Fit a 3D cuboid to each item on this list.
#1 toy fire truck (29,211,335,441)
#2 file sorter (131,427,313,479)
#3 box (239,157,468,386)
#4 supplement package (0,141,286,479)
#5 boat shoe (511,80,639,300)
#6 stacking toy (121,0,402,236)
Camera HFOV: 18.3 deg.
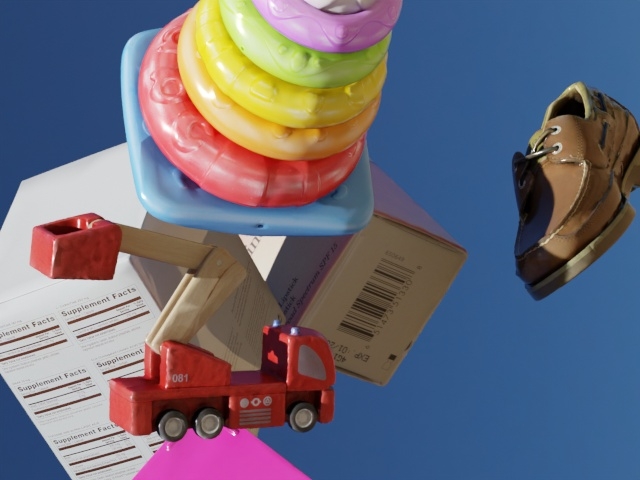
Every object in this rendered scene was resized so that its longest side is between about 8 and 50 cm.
[{"bbox_3d":[-0.079,0.051,1.211,0.192,0.047,0.135,-2,-81,-25],"label":"toy fire truck"},{"bbox_3d":[-0.021,0.295,1.394,0.202,0.291,0.182,-48,-40,-10],"label":"file sorter"},{"bbox_3d":[0.000,0.000,1.789,0.127,0.232,0.148,22,-75,-37],"label":"box"},{"bbox_3d":[-0.146,0.060,1.550,0.203,0.149,0.194,61,-158,-27],"label":"supplement package"},{"bbox_3d":[0.207,-0.048,1.713,0.104,0.111,0.307,51,-155,-7],"label":"boat shoe"},{"bbox_3d":[-0.010,-0.144,1.268,0.302,0.175,0.165,122,146,-53],"label":"stacking toy"}]
